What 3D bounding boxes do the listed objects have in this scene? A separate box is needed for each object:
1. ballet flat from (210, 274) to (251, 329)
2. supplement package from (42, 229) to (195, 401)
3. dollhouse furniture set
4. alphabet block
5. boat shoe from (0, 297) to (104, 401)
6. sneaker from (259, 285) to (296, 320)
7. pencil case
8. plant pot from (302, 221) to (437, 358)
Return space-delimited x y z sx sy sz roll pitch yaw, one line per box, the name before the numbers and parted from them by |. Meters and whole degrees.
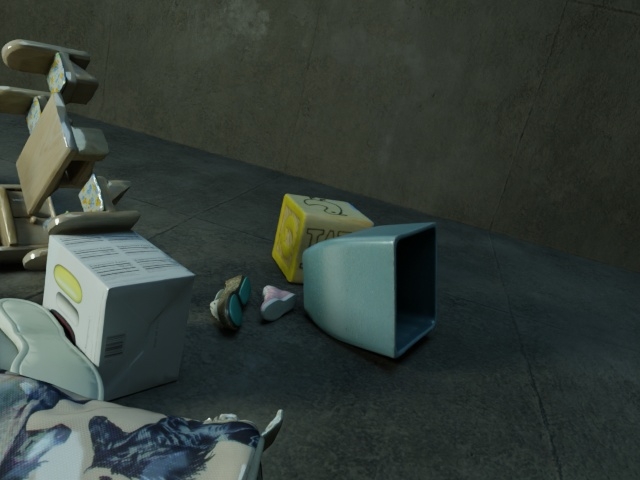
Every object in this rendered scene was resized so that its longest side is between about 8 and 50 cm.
ballet flat | -0.193 0.135 1.151 0.067 0.073 0.206 -13 14 6
supplement package | -0.331 0.109 0.880 0.203 0.194 0.149 27 22 38
dollhouse furniture set | -0.575 -0.108 1.013 0.256 0.394 0.363 -5 67 -47
alphabet block | 0.000 0.000 1.474 0.196 0.194 0.192 6 18 -24
boat shoe | -0.393 0.193 0.754 0.116 0.099 0.319 20 10 -46
sneaker | -0.112 0.136 1.207 0.070 0.051 0.134 19 15 22
pencil case | -0.239 0.173 0.417 0.409 0.160 0.184 15 34 5
plant pot | 0.100 0.088 1.218 0.252 0.248 0.247 5 11 31
